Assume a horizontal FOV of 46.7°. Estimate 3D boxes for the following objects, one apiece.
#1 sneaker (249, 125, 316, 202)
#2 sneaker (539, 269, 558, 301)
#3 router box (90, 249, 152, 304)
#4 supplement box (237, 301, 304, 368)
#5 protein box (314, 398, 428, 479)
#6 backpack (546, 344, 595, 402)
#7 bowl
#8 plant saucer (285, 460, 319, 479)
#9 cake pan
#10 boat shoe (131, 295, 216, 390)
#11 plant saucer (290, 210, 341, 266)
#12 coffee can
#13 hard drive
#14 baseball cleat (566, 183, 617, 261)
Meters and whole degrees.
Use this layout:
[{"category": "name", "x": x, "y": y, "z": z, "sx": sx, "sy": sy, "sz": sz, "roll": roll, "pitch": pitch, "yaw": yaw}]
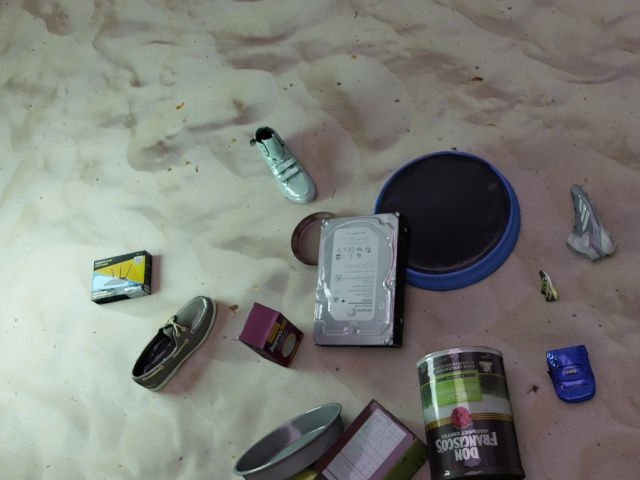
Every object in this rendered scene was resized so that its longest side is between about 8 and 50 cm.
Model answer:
[{"category": "sneaker", "x": -0.113, "y": -0.221, "z": 2.136, "sx": 0.094, "sy": 0.151, "sz": 0.256, "roll": -37, "pitch": 60, "yaw": -2}, {"category": "sneaker", "x": 0.549, "y": 0.111, "z": 1.807, "sx": 0.035, "sy": 0.031, "sz": 0.083, "roll": -24, "pitch": 60, "yaw": 8}, {"category": "router box", "x": -0.593, "y": 0.111, "z": 2.213, "sx": 0.179, "sy": 0.046, "sz": 0.133, "roll": -12, "pitch": 62, "yaw": 15}, {"category": "supplement box", "x": -0.124, "y": 0.245, "z": 1.897, "sx": 0.081, "sy": 0.188, "sz": 0.104, "roll": 18, "pitch": 73, "yaw": 26}, {"category": "protein box", "x": 0.125, "y": 0.495, "z": 1.681, "sx": 0.136, "sy": 0.200, "sz": 0.201, "roll": 39, "pitch": 83, "yaw": 30}, {"category": "backpack", "x": 0.563, "y": 0.303, "z": 1.673, "sx": 0.098, "sy": 0.101, "sz": 0.120, "roll": -15, "pitch": 65, "yaw": 20}, {"category": "bowl", "x": 0.322, "y": -0.063, "z": 1.947, "sx": 0.391, "sy": 0.077, "sz": 0.391, "roll": -8, "pitch": 63, "yaw": 16}, {"category": "plant saucer", "x": -0.089, "y": 0.570, "z": 1.734, "sx": 0.188, "sy": 0.188, "sz": 0.045, "roll": -44, "pitch": 91, "yaw": -4}, {"category": "cake pan", "x": -0.066, "y": 0.480, "z": 1.735, "sx": 0.293, "sy": 0.293, "sz": 0.054, "roll": -30, "pitch": 92, "yaw": 5}, {"category": "boat shoe", "x": -0.403, "y": 0.274, "z": 2.040, "sx": 0.109, "sy": 0.091, "sz": 0.305, "roll": 31, "pitch": 79, "yaw": 29}, {"category": "plant saucer", "x": 0.000, "y": 0.000, "z": 2.061, "sx": 0.168, "sy": 0.029, "sz": 0.168, "roll": -8, "pitch": 63, "yaw": 16}, {"category": "coffee can", "x": 0.329, "y": 0.398, "z": 1.653, "sx": 0.201, "sy": 0.201, "sz": 0.275, "roll": -12, "pitch": 62, "yaw": 14}, {"category": "hard drive", "x": 0.101, "y": 0.103, "z": 1.901, "sx": 0.237, "sy": 0.064, "sz": 0.339, "roll": -4, "pitch": 75, "yaw": 32}, {"category": "baseball cleat", "x": 0.642, "y": -0.043, "z": 1.825, "sx": 0.109, "sy": 0.072, "sz": 0.206, "roll": -28, "pitch": 56, "yaw": 13}]
